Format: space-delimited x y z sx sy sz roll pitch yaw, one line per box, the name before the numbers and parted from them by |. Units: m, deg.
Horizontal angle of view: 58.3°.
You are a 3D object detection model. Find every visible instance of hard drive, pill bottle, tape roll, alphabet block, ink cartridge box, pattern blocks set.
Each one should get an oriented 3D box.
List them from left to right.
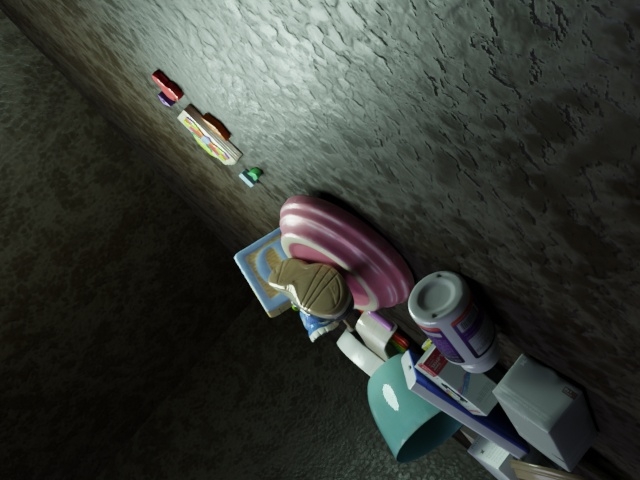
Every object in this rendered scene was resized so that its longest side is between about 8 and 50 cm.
pattern blocks set | -0.273 -0.253 1.398 0.325 0.026 0.285 41 169 -2
alphabet block | -0.113 0.088 1.639 0.192 0.193 0.197 59 172 10
tape roll | 0.236 0.459 2.090 0.392 0.072 0.392 35 180 0
ink cartridge box | 0.309 0.310 1.288 0.175 0.072 0.127 39 169 11
pill bottle | 0.241 0.149 0.997 0.108 0.108 0.193 27 161 52
hard drive | 0.353 0.403 1.435 0.318 0.040 0.210 33 -172 -2

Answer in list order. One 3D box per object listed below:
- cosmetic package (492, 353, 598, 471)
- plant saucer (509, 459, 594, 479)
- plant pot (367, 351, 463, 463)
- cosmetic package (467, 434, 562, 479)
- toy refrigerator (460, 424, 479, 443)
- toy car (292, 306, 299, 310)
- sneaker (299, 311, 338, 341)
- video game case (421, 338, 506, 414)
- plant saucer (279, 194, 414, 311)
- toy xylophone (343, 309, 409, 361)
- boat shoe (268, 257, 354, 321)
cosmetic package | 0.424 0.325 1.071 0.127 0.107 0.238 34 170 47
plant saucer | 0.585 0.572 1.346 0.277 0.041 0.278 14 161 5
plant pot | 0.281 0.483 1.739 0.235 0.293 0.293 51 177 35
cosmetic package | 0.535 0.588 1.572 0.151 0.151 0.183 42 168 -5
toy refrigerator | 0.553 0.645 1.866 0.094 0.102 0.269 29 164 47
toy car | -0.027 0.148 1.859 0.188 0.149 0.155 29 -160 -46
sneaker | 0.008 0.230 1.974 0.147 0.129 0.330 58 -168 2
video game case | 0.378 0.322 1.390 0.274 0.035 0.248 38 168 12
plant saucer | 0.038 0.043 1.218 0.332 0.084 0.332 33 160 14
toy xylophone | 0.178 0.301 1.858 0.236 0.081 0.323 37 168 19
boat shoe | -0.009 0.107 1.179 0.092 0.103 0.285 42 165 -30
